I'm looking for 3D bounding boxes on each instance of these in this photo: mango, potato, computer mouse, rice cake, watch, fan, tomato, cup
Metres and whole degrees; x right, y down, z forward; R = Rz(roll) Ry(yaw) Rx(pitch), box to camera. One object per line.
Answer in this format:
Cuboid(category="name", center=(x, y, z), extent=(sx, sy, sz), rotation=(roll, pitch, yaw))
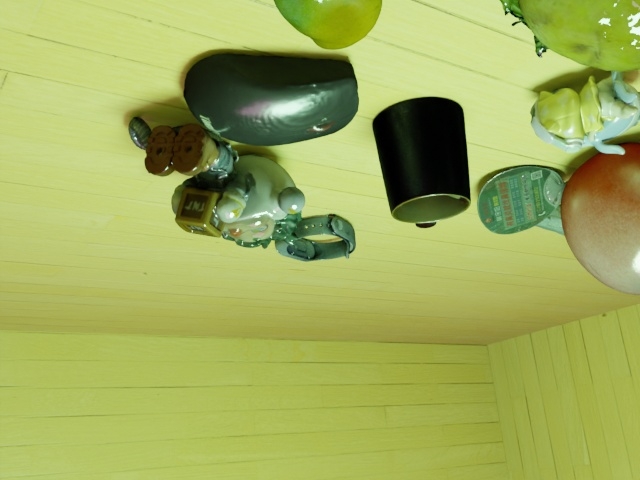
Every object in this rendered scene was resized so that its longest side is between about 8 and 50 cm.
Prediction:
Cuboid(category="mango", center=(0.014, -0.302, 0.892), extent=(0.122, 0.085, 0.191), rotation=(-25, 165, 21))
Cuboid(category="potato", center=(0.377, -0.275, 0.801), extent=(0.280, 0.213, 0.330), rotation=(-33, 148, 34))
Cuboid(category="computer mouse", center=(-0.074, -0.206, 1.119), extent=(0.269, 0.100, 0.170), rotation=(-1, 163, -12))
Cuboid(category="rice cake", center=(0.571, -0.058, 1.815), extent=(0.336, 0.063, 0.066), rotation=(8, 161, -38))
Cuboid(category="watch", center=(0.000, 0.000, 1.816), extent=(0.193, 0.068, 0.206), rotation=(-17, 157, 32))
Cuboid(category="fan", center=(0.475, -0.116, 1.614), extent=(0.223, 0.012, 0.294), rotation=(27, 127, -35))
Cuboid(category="tomato", center=(0.670, -0.039, 1.500), extent=(0.321, 0.321, 0.321), rotation=(-5, 162, -2))
Cuboid(category="cup", center=(0.203, -0.128, 1.311), extent=(0.166, 0.177, 0.239), rotation=(-16, 159, 25))

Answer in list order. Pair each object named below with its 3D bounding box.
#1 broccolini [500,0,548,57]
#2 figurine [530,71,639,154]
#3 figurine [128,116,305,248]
Cuboid(category="broccolini", center=(0.296, -0.329, 0.943), extent=(0.123, 0.062, 0.271), rotation=(-28, 150, 27))
Cuboid(category="figurine", center=(0.452, -0.219, 1.207), extent=(0.184, 0.128, 0.208), rotation=(0, 153, -9))
Cuboid(category="figurine", center=(-0.160, -0.085, 1.301), extent=(0.261, 0.186, 0.382), rotation=(15, 173, 24))
